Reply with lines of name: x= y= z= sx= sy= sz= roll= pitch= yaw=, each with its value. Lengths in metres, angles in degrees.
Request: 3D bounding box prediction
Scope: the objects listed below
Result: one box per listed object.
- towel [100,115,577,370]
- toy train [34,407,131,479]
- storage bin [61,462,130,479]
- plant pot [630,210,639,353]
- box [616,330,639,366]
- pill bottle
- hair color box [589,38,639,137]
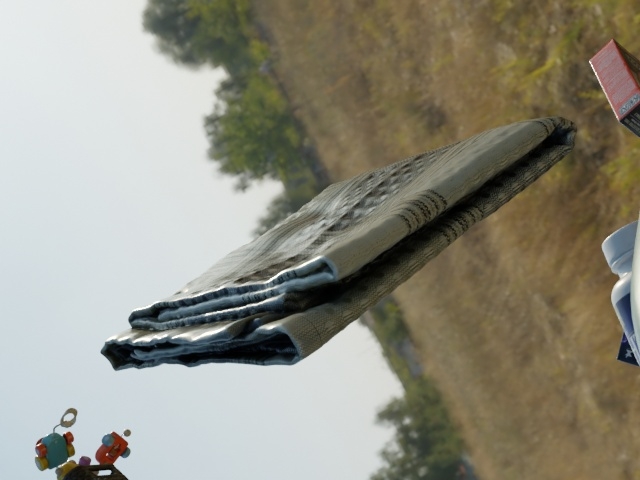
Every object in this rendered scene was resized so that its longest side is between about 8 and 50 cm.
towel: x=0.000 y=0.000 z=0.835 sx=0.312 sy=0.324 sz=0.056 roll=-11 pitch=110 yaw=54
toy train: x=-0.372 y=0.316 z=1.594 sx=0.046 sy=0.125 sz=0.166 roll=25 pitch=164 yaw=40
storage bin: x=-0.348 y=0.422 z=1.504 sx=0.084 sy=0.180 sz=0.122 roll=35 pitch=-176 yaw=23
plant pot: x=0.257 y=0.009 z=0.349 sx=0.247 sy=0.247 sz=0.252 roll=33 pitch=-135 yaw=4
box: x=0.487 y=0.075 z=1.157 sx=0.103 sy=0.261 sz=0.184 roll=-35 pitch=-44 yaw=-59
pill bottle: x=0.361 y=0.073 z=1.052 sx=0.112 sy=0.112 sz=0.187 roll=57 pitch=-166 yaw=-67
hair color box: x=0.380 y=-0.179 z=1.258 sx=0.072 sy=0.043 sz=0.141 roll=30 pitch=-147 yaw=-26
